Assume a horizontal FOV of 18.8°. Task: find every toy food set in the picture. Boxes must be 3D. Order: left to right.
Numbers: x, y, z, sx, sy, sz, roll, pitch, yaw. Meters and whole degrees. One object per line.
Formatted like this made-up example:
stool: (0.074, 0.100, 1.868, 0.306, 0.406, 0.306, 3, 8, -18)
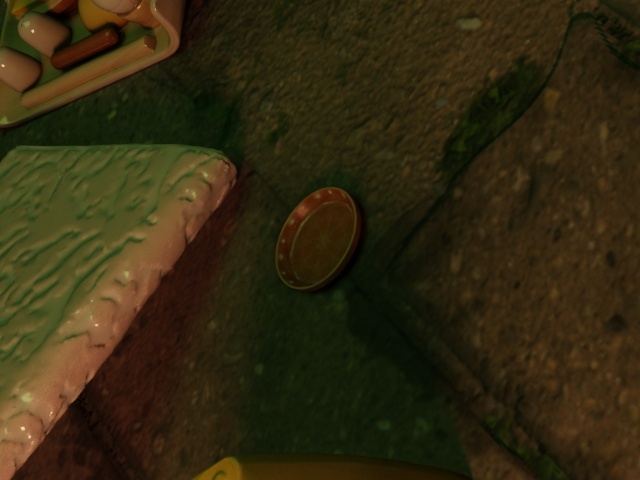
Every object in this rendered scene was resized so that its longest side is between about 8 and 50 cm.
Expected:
toy food set: (-0.229, -0.250, 1.801, 0.306, 0.092, 0.219, -18, 55, 40)

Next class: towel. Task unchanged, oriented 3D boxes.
towel: (-0.253, 0.052, 1.601, 0.317, 0.053, 0.332, 3, 51, 50)

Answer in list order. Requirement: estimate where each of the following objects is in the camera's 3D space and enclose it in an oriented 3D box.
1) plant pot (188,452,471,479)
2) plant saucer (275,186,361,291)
plant pot: (-0.029, 0.248, 1.193, 0.212, 0.187, 0.212, -34, 46, 29)
plant saucer: (0.000, 0.000, 1.454, 0.083, 0.013, 0.083, -26, 51, 36)
